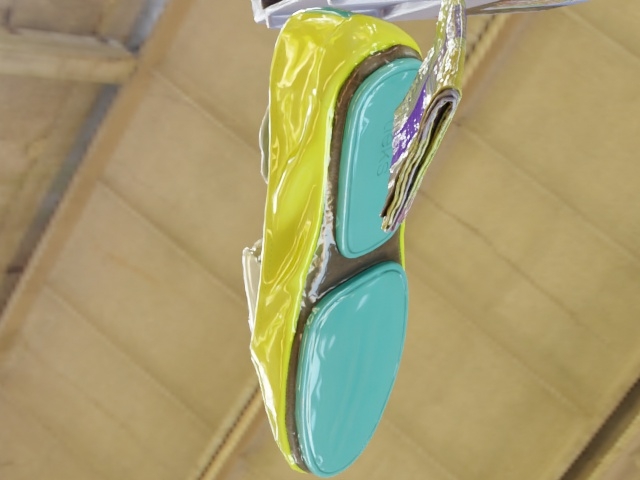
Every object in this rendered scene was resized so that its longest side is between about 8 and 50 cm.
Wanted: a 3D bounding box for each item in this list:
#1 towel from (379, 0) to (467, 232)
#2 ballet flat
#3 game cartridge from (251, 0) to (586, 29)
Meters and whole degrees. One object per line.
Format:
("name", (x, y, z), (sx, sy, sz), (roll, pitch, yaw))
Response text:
("towel", (0.035, -0.047, 0.483), (0.009, 0.083, 0.060), (18, -53, -5))
("ballet flat", (0.000, 0.000, 0.644), (0.077, 0.077, 0.231), (34, -48, 36))
("game cartridge", (0.090, -0.185, 0.975), (0.355, 0.230, 0.068), (-156, -115, -78))
